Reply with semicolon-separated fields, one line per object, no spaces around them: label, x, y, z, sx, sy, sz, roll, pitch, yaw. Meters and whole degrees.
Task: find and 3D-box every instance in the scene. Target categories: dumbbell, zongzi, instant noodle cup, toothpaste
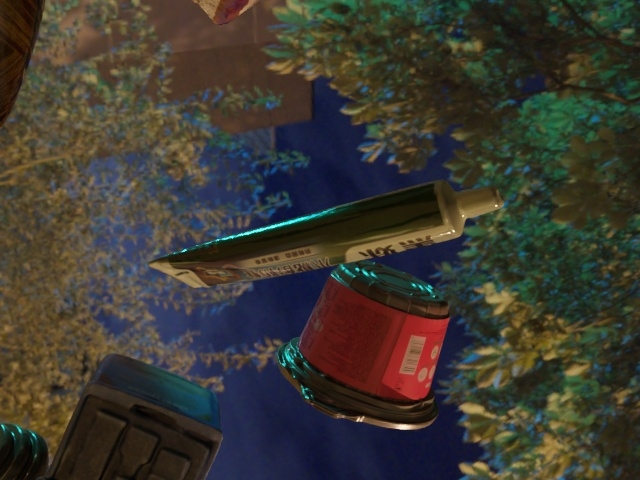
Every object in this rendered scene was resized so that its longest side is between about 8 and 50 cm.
dumbbell;-0.335;0.156;0.649;0.110;0.110;0.254;26;-31;52
zongzi;-0.246;-0.214;0.591;0.187;0.084;0.184;-55;-134;39
instant noodle cup;0.083;0.139;1.130;0.258;0.302;0.181;21;-79;5
toothpaste;0.000;0.000;0.808;0.392;0.099;0.061;-14;-115;21

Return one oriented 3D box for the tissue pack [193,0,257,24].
tissue pack;-0.040;-0.280;0.640;0.092;0.183;0.226;44;-2;-11

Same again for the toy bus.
toy bus;-0.122;0.177;0.374;0.094;0.079;0.236;-92;-153;-83
